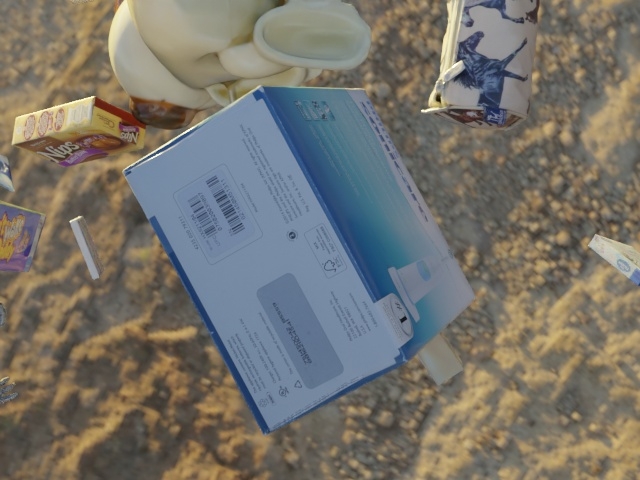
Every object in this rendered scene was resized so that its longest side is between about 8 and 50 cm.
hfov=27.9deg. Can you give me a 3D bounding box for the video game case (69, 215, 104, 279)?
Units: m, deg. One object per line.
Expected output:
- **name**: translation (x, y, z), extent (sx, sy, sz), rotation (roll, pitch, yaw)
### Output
- **video game case**: translation (-0.331, 0.009, 1.832), extent (0.011, 0.122, 0.087), rotation (-21, 95, -4)

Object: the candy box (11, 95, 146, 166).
- **candy box**: translation (-0.371, -0.165, 1.975), extent (0.186, 0.109, 0.053), rotation (-10, 68, 37)

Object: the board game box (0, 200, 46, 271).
- **board game box**: translation (-0.466, -0.035, 1.446), extent (0.233, 0.347, 0.078), rotation (17, 88, 1)

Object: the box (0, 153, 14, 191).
- **box**: translation (-0.331, -0.085, 1.019), extent (0.042, 0.178, 0.109), rotation (-53, 24, 6)

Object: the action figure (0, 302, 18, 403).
- **action figure**: translation (-0.445, 0.149, 1.577), extent (0.141, 0.164, 0.276), rotation (-10, 34, -8)

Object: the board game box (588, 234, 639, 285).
- **board game box**: translation (0.389, 0.031, 1.596), extent (0.090, 0.090, 0.020), rotation (46, 112, 41)

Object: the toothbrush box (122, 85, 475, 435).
- **toothbrush box**: translation (0.000, 0.000, 1.015), extent (0.126, 0.295, 0.216), rotation (-29, 89, 18)

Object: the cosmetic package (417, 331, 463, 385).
- **cosmetic package**: translation (0.131, 0.120, 1.625), extent (0.041, 0.115, 0.060), rotation (-34, 12, 6)

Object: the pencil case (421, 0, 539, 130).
- **pencil case**: translation (0.271, -0.387, 2.088), extent (0.160, 0.183, 0.410), rotation (6, 91, 42)

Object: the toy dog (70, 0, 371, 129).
- **toy dog**: translation (-0.163, -0.292, 1.798), extent (0.408, 0.395, 0.284), rotation (-26, 84, 66)
